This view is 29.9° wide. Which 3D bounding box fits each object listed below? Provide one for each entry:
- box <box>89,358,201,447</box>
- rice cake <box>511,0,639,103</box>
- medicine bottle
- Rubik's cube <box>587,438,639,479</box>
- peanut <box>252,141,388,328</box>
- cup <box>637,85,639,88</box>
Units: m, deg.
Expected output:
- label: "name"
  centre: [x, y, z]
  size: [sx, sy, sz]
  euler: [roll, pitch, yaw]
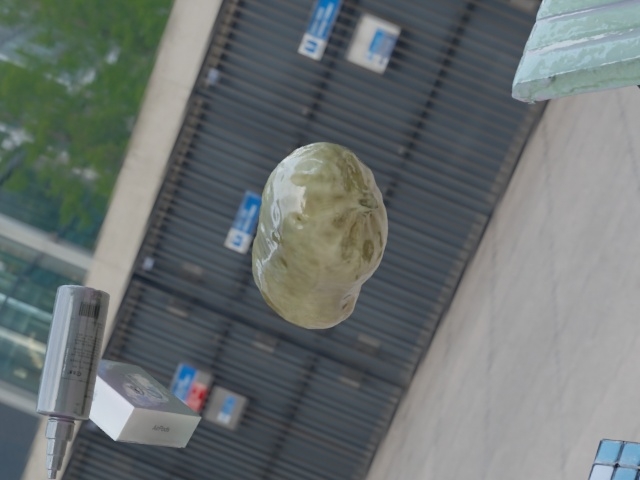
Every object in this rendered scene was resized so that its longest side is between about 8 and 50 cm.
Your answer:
- label: "box"
  centre: [-0.238, 0.199, 1.483]
  size: [0.130, 0.129, 0.051]
  euler: [21, -81, -55]
- label: "rice cake"
  centre: [0.256, -0.188, 0.903]
  size: [0.037, 0.198, 0.189]
  euler: [50, -128, -43]
- label: "medicine bottle"
  centre: [-0.263, 0.148, 1.249]
  size: [0.057, 0.058, 0.199]
  euler: [113, 164, -77]
- label: "Rubik's cube"
  centre: [0.276, 0.227, 0.984]
  size: [0.092, 0.092, 0.092]
  euler: [-3, 54, 45]
- label: "peanut"
  centre: [0.000, 0.000, 1.189]
  size: [0.224, 0.129, 0.129]
  euler: [103, -173, -52]
- label: "cup"
  centre: [0.394, -0.277, 1.249]
  size: [0.242, 0.292, 0.308]
  euler: [-42, -8, 25]
